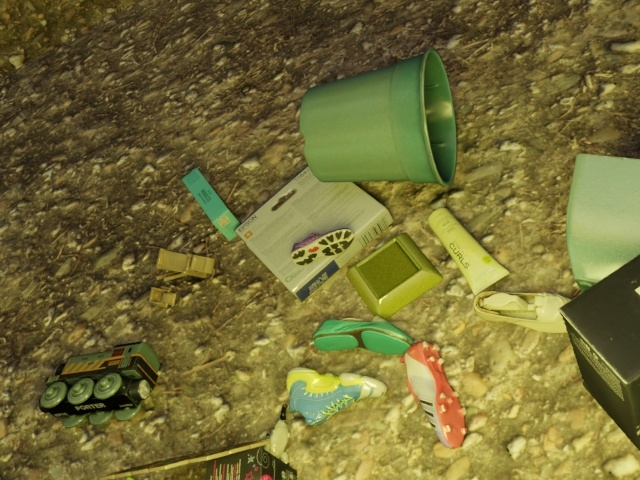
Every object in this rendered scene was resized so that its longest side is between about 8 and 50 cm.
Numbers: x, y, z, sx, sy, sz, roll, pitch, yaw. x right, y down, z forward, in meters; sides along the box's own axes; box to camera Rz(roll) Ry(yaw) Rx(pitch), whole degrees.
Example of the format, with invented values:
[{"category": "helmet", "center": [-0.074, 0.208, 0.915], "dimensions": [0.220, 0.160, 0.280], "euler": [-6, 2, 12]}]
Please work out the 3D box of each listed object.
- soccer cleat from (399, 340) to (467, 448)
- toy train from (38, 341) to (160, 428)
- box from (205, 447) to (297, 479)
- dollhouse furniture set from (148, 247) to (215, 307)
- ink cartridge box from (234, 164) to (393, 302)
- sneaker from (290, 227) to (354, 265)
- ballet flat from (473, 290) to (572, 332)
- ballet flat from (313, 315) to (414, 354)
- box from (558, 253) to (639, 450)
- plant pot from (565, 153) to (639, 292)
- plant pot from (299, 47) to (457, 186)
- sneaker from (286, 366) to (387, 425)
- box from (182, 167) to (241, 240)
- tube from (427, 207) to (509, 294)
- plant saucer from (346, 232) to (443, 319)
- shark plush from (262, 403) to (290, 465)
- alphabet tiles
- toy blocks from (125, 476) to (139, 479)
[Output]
[{"category": "soccer cleat", "center": [0.234, 0.329, 1.546], "dimensions": [0.095, 0.083, 0.248], "euler": [-44, 45, 34]}, {"category": "toy train", "center": [-0.574, 0.371, 1.909], "dimensions": [0.334, 0.142, 0.190], "euler": [-12, 39, 22]}, {"category": "box", "center": [-0.143, 0.576, 1.491], "dimensions": [0.142, 0.163, 0.247], "euler": [-18, 49, 21]}, {"category": "dollhouse furniture set", "center": [-0.362, 0.119, 2.031], "dimensions": [0.182, 0.101, 0.161], "euler": [10, 86, 33]}, {"category": "ink cartridge box", "center": [-0.025, -0.037, 1.960], "dimensions": [0.324, 0.071, 0.330], "euler": [-41, 44, -6]}, {"category": "sneaker", "center": [0.000, 0.000, 1.824], "dimensions": [0.170, 0.068, 0.071], "euler": [-19, 41, 16]}, {"category": "ballet flat", "center": [0.443, 0.144, 1.559], "dimensions": [0.248, 0.086, 0.086], "euler": [1, 57, 29]}, {"category": "ballet flat", "center": [0.102, 0.210, 1.697], "dimensions": [0.247, 0.083, 0.087], "euler": [-2, 41, 25]}, {"category": "box", "center": [0.633, 0.159, 1.288], "dimensions": [0.343, 0.312, 0.179], "euler": [-35, 48, 2]}, {"category": "plant pot", "center": [0.623, 0.004, 1.471], "dimensions": [0.247, 0.248, 0.252], "euler": [12, 73, 34]}, {"category": "plant pot", "center": [0.145, -0.290, 1.859], "dimensions": [0.334, 0.341, 0.341], "euler": [-4, 54, 22]}, {"category": "sneaker", "center": [0.032, 0.356, 1.634], "dimensions": [0.240, 0.091, 0.126], "euler": [1, 75, 29]}, {"category": "box", "center": [-0.315, -0.107, 2.148], "dimensions": [0.060, 0.100, 0.244], "euler": [-39, 47, -2]}, {"category": "tube", "center": [0.339, 0.019, 1.729], "dimensions": [0.240, 0.062, 0.070], "euler": [59, 133, 38]}, {"category": "plant saucer", "center": [0.170, 0.077, 1.782], "dimensions": [0.188, 0.045, 0.188], "euler": [-35, 47, 0]}, {"category": "shark plush", "center": [-0.110, 0.441, 1.653], "dimensions": [0.067, 0.073, 0.161], "euler": [-31, 43, 47]}, {"category": "alphabet tiles", "center": [-0.283, 0.463, 1.552], "dimensions": [0.342, 0.285, 0.011], "euler": [-22, 75, 37]}, {"category": "toy blocks", "center": [-0.363, 0.639, 1.449], "dimensions": [0.191, 0.381, 0.261], "euler": [-43, 59, -8]}]
